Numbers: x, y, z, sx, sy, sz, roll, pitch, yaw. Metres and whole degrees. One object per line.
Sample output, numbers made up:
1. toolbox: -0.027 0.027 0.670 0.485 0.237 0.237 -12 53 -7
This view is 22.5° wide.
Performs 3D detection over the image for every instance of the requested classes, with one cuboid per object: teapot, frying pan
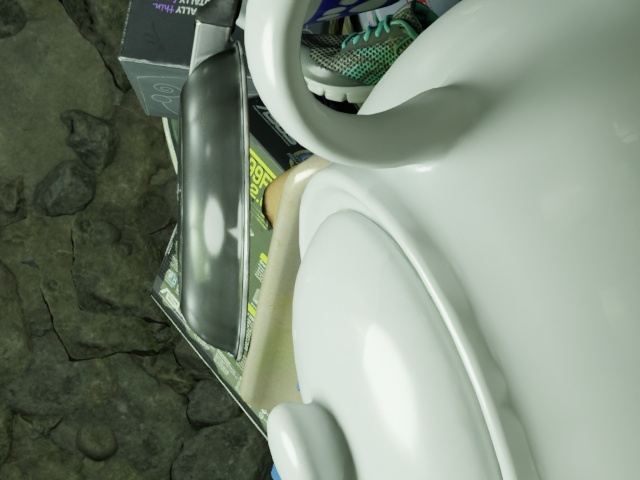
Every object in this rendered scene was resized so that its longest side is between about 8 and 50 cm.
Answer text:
1. teapot: 0.070 0.030 0.509 0.252 0.187 0.256 126 124 -70
2. frying pan: -0.060 -0.086 0.968 0.197 0.053 0.326 -110 21 -72

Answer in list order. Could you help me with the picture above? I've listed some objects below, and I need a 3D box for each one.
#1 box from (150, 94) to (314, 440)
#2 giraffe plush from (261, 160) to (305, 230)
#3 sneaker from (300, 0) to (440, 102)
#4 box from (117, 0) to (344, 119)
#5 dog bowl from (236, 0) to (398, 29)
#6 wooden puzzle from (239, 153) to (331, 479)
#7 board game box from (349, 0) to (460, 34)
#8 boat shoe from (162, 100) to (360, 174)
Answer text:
1. box: -0.010 0.052 1.252 0.270 0.060 0.216 48 133 27
2. giraffe plush: 0.085 0.011 0.950 0.170 0.181 0.210 64 -159 6
3. sneaker: 0.054 -0.134 1.120 0.065 0.166 0.076 -54 -31 -51
4. box: -0.058 -0.241 1.369 0.143 0.165 0.270 77 -157 -74
5. dog bowl: -0.021 -0.281 1.107 0.265 0.104 0.265 167 90 -71
6. wooden puzzle: 0.079 0.154 0.849 0.348 0.080 0.322 46 155 15
7. board game box: 0.099 -0.081 1.314 0.319 0.066 0.318 78 174 -76
8. boat shoe: 0.000 0.000 1.429 0.156 0.187 0.500 93 154 -77
